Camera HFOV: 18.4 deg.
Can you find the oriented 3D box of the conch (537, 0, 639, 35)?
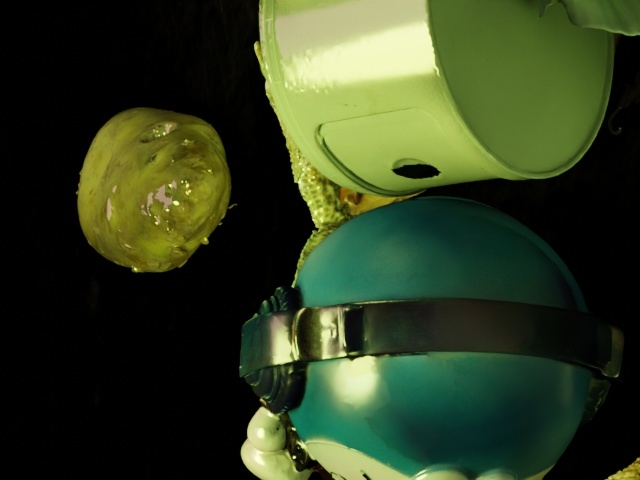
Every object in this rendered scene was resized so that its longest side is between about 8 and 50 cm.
[{"bbox_3d":[0.216,-0.244,1.331,0.131,0.172,0.200,-70,7,-56],"label":"conch"}]

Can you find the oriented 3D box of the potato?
[{"bbox_3d":[-0.186,-0.055,2.265,0.296,0.141,0.191,16,86,67],"label":"potato"}]

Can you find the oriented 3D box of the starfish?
[{"bbox_3d":[0.002,-0.002,1.752,0.347,0.078,0.357,-90,-10,-65],"label":"starfish"}]

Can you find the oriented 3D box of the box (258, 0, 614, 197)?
[{"bbox_3d":[0.085,-0.147,1.386,0.149,0.226,0.226,-7,80,41],"label":"box"}]

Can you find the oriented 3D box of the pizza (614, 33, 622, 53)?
[{"bbox_3d":[0.165,-0.219,1.531,0.228,0.081,0.289,-111,31,-44],"label":"pizza"}]

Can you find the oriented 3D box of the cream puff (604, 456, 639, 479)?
[{"bbox_3d":[0.186,0.233,1.316,0.183,0.169,0.183,-179,90,-66],"label":"cream puff"}]

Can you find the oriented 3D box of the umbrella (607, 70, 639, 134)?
[{"bbox_3d":[0.237,-0.120,1.435,0.022,0.013,0.122,65,145,27],"label":"umbrella"}]

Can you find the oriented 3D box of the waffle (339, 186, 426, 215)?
[{"bbox_3d":[0.069,-0.217,1.656,0.304,0.078,0.348,-103,21,-72],"label":"waffle"}]

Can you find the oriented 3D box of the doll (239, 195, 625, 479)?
[{"bbox_3d":[0.074,0.096,1.461,0.310,0.284,0.240,136,136,-74],"label":"doll"}]
